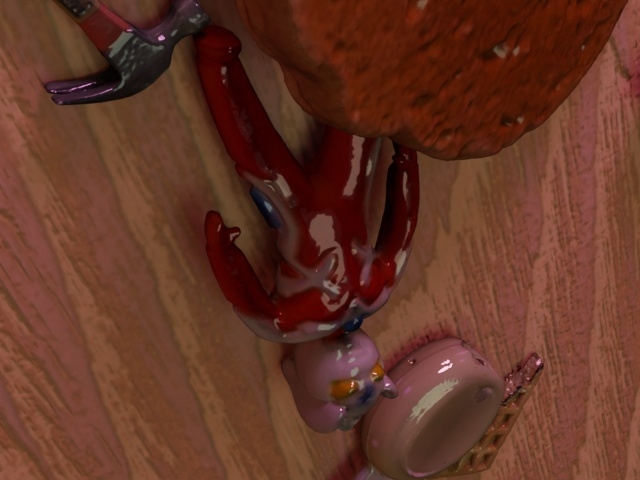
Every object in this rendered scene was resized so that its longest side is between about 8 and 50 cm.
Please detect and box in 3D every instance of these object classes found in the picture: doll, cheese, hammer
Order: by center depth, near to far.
[{"bbox_3d":[-0.185,-0.180,0.664,0.111,0.033,0.288,-45,135,0],"label":"hammer"},{"bbox_3d":[0.000,0.000,0.888,0.188,0.099,0.383,-23,128,-20],"label":"doll"},{"bbox_3d":[0.081,0.195,1.101,0.227,0.064,0.137,-50,133,8],"label":"cheese"}]

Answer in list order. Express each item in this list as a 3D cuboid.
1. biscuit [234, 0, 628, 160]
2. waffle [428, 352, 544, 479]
[{"bbox_3d":[0.103,-0.217,0.742,0.349,0.078,0.455,-60,149,-3],"label":"biscuit"},{"bbox_3d":[0.166,0.181,1.178,0.098,0.023,0.152,5,119,-39],"label":"waffle"}]
